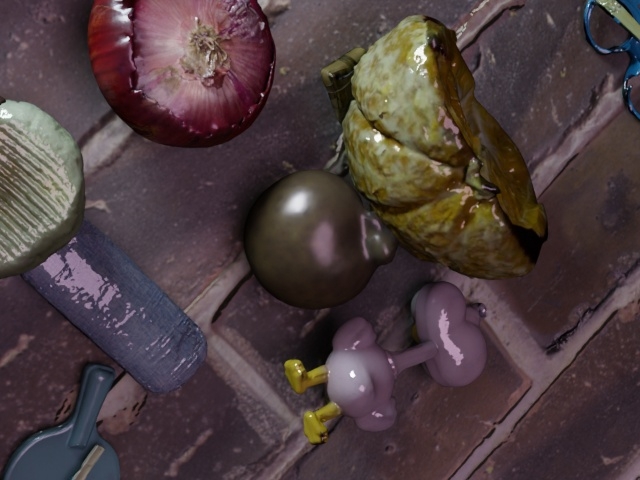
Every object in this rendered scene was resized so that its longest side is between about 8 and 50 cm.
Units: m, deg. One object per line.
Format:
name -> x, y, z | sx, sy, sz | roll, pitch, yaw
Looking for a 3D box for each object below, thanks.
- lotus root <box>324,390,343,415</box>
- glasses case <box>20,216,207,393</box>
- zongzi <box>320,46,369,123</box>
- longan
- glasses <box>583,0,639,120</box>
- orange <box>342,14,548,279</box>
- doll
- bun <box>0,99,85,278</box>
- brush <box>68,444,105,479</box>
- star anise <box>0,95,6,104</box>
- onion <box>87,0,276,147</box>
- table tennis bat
lotus root -> 0.034, 0.195, 1.615 | 0.049, 0.054, 0.099 | 14, 88, -41
glasses case -> -0.257, 0.081, 1.451 | 0.282, 0.067, 0.109 | 46, 75, -22
zongzi -> 0.043, -0.210, 1.560 | 0.076, 0.040, 0.083 | -37, 124, -22
longan -> 0.000, 0.000, 1.489 | 0.159, 0.204, 0.185 | -49, 140, -57
glasses -> 0.471, -0.250, 1.694 | 0.102, 0.207, 0.239 | -28, 112, 21
orange -> 0.149, -0.108, 1.522 | 0.210, 0.271, 0.369 | -23, 115, 25
doll -> 0.115, 0.159, 1.591 | 0.365, 0.094, 0.160 | -23, 97, -41
bun -> -0.375, -0.062, 1.333 | 0.212, 0.126, 0.204 | -28, 103, -8
brush -> -0.302, 0.294, 1.463 | 0.016, 0.013, 0.084 | 41, 79, -37
star anise -> -0.497, -0.170, 1.223 | 0.331, 0.117, 0.332 | 0, 87, -1
onion -> -0.169, -0.226, 1.389 | 0.248, 0.161, 0.248 | -11, 109, -32
table tennis bat -> -0.316, 0.272, 1.473 | 0.153, 0.040, 0.244 | 17, 95, -29
